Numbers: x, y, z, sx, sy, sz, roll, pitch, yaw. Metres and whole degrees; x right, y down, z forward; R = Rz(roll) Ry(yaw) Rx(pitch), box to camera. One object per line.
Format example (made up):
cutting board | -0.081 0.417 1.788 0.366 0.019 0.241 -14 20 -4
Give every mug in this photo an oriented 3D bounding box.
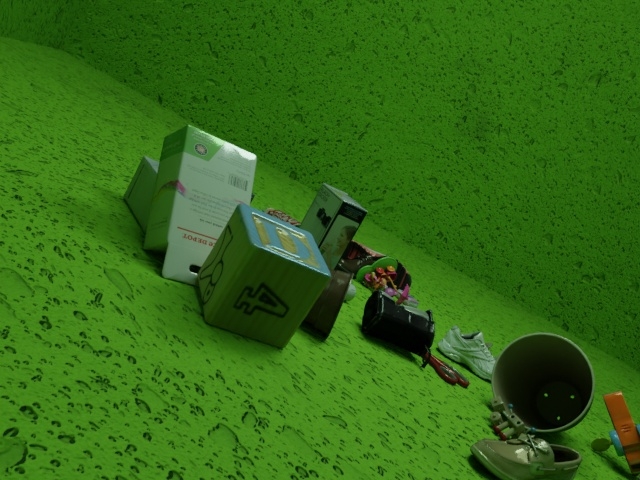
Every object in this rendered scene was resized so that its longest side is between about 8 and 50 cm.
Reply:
mug | -0.130 -0.039 2.085 0.150 0.113 0.169 24 9 -36

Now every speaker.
speaker | 0.038 0.138 1.854 0.136 0.055 0.055 21 14 -35

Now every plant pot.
plant pot | 0.627 0.416 1.716 0.256 0.256 0.274 38 -3 38
plant pot | -0.026 0.125 1.510 0.165 0.167 0.167 22 11 1

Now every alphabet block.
alphabet block | -0.123 0.073 1.306 0.193 0.197 0.192 24 21 -26

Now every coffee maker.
coffee maker | 0.213 0.231 1.695 0.178 0.120 0.171 23 19 -17

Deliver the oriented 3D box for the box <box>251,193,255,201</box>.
box | -0.371 -0.208 2.297 0.183 0.059 0.232 32 6 24

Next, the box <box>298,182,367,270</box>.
box | 0.000 0.000 1.759 0.087 0.290 0.169 24 13 -27

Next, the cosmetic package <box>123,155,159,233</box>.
cosmetic package | -0.363 -0.090 1.643 0.224 0.138 0.224 21 15 -38

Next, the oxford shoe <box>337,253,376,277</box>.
oxford shoe | 0.132 0.083 2.240 0.227 0.096 0.083 15 20 -48

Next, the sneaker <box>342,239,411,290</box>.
sneaker | 0.213 0.082 2.395 0.313 0.116 0.136 31 10 6

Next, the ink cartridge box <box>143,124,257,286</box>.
ink cartridge box | -0.281 -0.059 1.459 0.207 0.354 0.119 21 -21 -40

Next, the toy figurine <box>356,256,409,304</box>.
toy figurine | 0.234 0.156 2.180 0.173 0.130 0.159 -4 38 -31

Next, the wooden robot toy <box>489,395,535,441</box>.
wooden robot toy | 0.462 0.462 1.519 0.079 0.076 0.173 64 -6 -28

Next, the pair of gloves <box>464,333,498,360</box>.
pair of gloves | 0.579 0.397 2.112 0.240 0.042 0.204 32 14 20

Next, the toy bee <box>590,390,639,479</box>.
toy bee | 0.866 0.589 1.763 0.195 0.298 0.162 -2 -39 31

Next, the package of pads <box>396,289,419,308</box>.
package of pads | 0.314 0.213 2.279 0.050 0.032 0.083 23 13 -36

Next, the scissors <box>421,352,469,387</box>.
scissors | 0.295 0.322 1.788 0.109 0.021 0.297 13 19 -49

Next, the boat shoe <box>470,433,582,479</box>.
boat shoe | 0.441 0.457 1.329 0.302 0.098 0.109 23 12 -29

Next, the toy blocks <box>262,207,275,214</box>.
toy blocks | -0.151 -0.074 2.330 0.123 0.054 0.148 21 13 -33

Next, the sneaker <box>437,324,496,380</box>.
sneaker | 0.480 0.340 1.912 0.232 0.115 0.090 29 11 -2
